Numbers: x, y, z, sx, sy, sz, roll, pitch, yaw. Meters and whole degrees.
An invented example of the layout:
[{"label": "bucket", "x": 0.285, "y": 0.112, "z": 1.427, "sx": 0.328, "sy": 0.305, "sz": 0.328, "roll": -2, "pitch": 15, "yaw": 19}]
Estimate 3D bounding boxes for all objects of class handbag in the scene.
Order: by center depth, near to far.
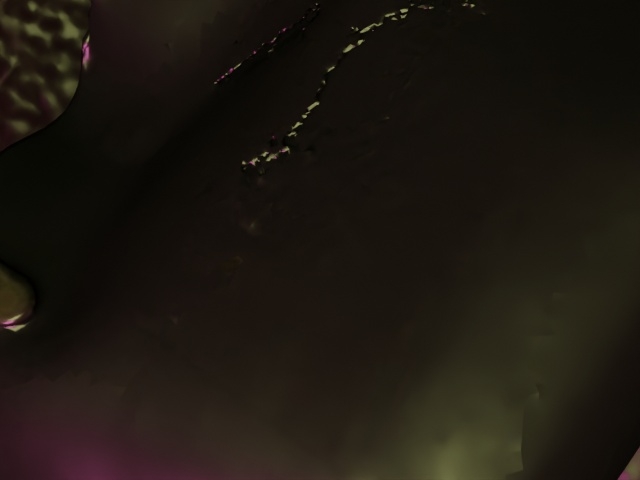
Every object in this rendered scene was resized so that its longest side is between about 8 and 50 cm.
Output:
[{"label": "handbag", "x": 0.000, "y": 0.000, "z": 0.751, "sx": 0.288, "sy": 0.152, "sz": 0.342, "roll": 32, "pitch": 83, "yaw": 13}]
